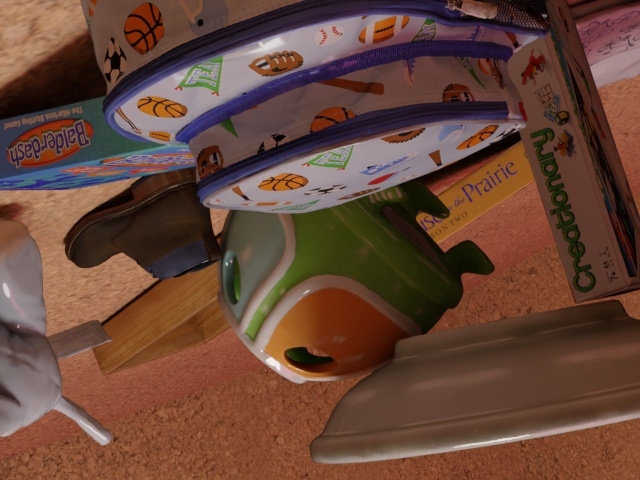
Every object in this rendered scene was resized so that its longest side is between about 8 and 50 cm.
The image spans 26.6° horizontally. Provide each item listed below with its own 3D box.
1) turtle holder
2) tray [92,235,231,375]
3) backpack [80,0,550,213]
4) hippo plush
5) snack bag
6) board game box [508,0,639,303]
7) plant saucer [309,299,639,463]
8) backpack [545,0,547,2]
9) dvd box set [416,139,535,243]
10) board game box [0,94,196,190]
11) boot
[{"bbox_3d":[-0.005,-0.001,1.401,0.227,0.320,0.243,-47,151,9],"label":"turtle holder"},{"bbox_3d":[-0.155,0.076,1.970,0.202,0.076,0.411,-16,168,-41],"label":"tray"},{"bbox_3d":[-0.014,-0.129,0.834,0.276,0.213,0.263,-26,160,33],"label":"backpack"},{"bbox_3d":[-0.381,0.096,1.301,0.236,0.234,0.294,0,-179,26],"label":"hippo plush"},{"bbox_3d":[0.344,-0.227,1.622,0.323,0.037,0.342,-20,170,-25],"label":"snack bag"},{"bbox_3d":[0.222,-0.098,1.216,0.053,0.305,0.193,-19,172,21],"label":"board game box"},{"bbox_3d":[0.179,0.121,1.245,0.400,0.101,0.400,-11,174,-1],"label":"plant saucer"},{"bbox_3d":[0.156,-0.229,0.954,0.098,0.101,0.120,-31,165,27],"label":"backpack"},{"bbox_3d":[0.150,-0.017,1.938,0.420,0.062,0.307,-33,177,6],"label":"dvd box set"},{"bbox_3d":[-0.160,-0.075,1.031,0.210,0.047,0.160,-9,178,28],"label":"board game box"},{"bbox_3d":[-0.188,0.009,1.415,0.082,0.106,0.219,-13,166,-46],"label":"boot"}]
